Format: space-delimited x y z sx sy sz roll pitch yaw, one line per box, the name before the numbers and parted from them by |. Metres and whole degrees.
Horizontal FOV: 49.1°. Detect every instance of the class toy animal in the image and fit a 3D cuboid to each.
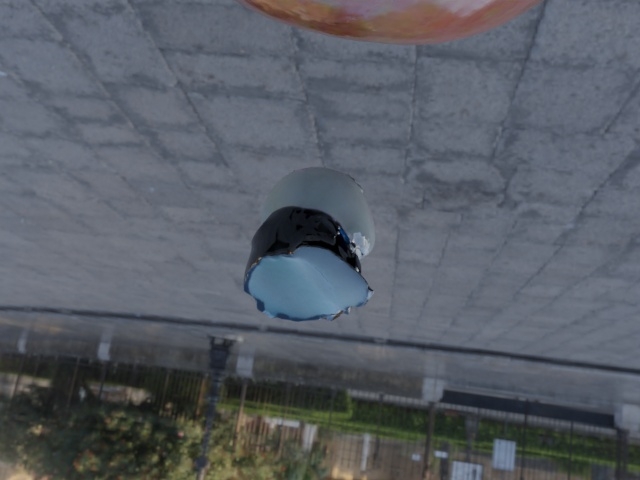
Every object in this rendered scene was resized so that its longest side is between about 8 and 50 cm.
toy animal | 0.000 0.000 0.834 0.166 0.179 0.138 1 140 18

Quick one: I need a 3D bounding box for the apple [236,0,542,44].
apple | 0.042 -0.304 0.398 0.364 0.364 0.364 8 166 2
